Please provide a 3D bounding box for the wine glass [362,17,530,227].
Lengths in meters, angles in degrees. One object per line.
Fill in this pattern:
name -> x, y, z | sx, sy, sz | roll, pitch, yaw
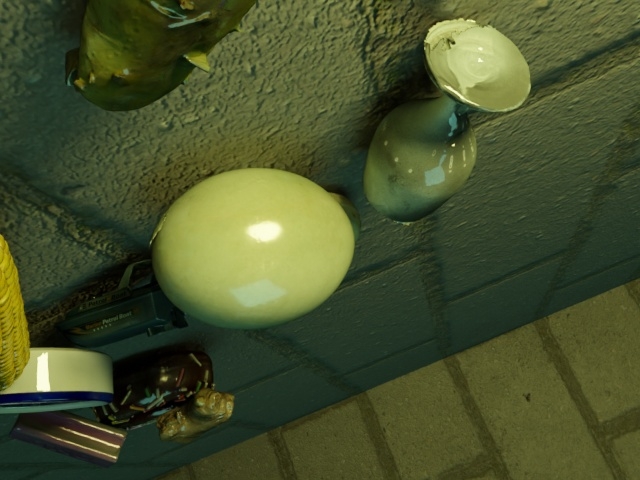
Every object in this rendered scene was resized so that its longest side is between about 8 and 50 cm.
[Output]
wine glass -> 0.128, -0.120, 0.744 | 0.127, 0.126, 0.241 | -13, 158, -21

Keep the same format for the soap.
soap -> -0.487, 0.375, 1.278 | 0.203, 0.065, 0.122 | 24, 149, -15

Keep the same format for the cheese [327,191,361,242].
cheese -> 0.000, 0.000, 0.990 | 0.137, 0.064, 0.227 | -20, 158, 5

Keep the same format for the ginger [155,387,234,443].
ginger -> -0.231, 0.339, 1.301 | 0.138, 0.074, 0.213 | -1, 145, -47

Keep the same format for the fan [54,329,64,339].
fan -> -0.337, 0.144, 1.078 | 0.193, 0.016, 0.038 | -1, 153, -43

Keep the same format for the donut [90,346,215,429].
donut -> -0.340, 0.307, 1.351 | 0.270, 0.103, 0.269 | -21, 160, -8

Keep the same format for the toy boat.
toy boat -> -0.288, 0.096, 0.932 | 0.246, 0.103, 0.093 | -18, 177, 29

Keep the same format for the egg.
egg -> -0.072, 0.009, 0.770 | 0.253, 0.186, 0.186 | -3, 152, -33

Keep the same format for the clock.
clock -> -0.431, 0.212, 0.990 | 0.231, 0.083, 0.230 | -6, 163, -2

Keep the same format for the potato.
potato -> -0.101, -0.170, 0.449 | 0.117, 0.090, 0.225 | 0, 149, -44

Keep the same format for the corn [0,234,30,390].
corn -> -0.387, 0.078, 0.703 | 0.144, 0.143, 0.387 | -13, 155, -23
